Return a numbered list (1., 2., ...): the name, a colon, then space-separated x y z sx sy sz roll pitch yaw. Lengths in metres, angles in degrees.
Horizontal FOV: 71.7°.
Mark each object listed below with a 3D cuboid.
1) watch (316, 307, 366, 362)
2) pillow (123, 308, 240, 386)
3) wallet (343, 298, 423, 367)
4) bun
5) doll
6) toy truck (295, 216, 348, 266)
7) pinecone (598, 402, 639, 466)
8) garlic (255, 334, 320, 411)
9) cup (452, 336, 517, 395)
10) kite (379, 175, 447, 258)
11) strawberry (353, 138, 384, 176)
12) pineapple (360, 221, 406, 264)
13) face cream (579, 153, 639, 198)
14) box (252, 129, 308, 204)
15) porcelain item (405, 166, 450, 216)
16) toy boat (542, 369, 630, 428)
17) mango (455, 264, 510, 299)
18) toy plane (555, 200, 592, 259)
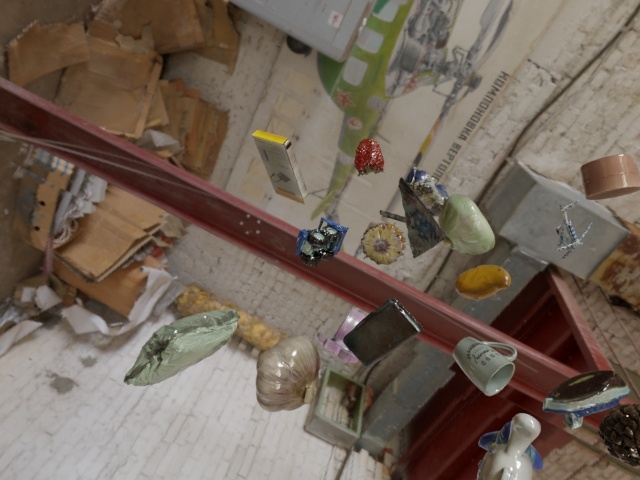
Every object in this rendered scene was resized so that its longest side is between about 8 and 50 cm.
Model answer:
1. watch: 0.117 0.407 1.962 0.217 0.211 0.248 -57 169 -9
2. pillow: -0.430 0.335 1.381 0.283 0.138 0.310 -42 165 26
3. wallet: 0.230 0.361 1.711 0.318 0.172 0.045 -48 173 35
4. bun: 0.569 -0.046 1.801 0.179 0.283 0.283 -32 -174 7
5. doll: 0.569 0.703 1.384 0.376 0.187 0.366 -48 152 7
6. toy truck: 0.000 0.000 1.561 0.208 0.126 0.113 -17 135 -50
7. pinecone: 0.947 0.591 1.340 0.204 0.184 0.179 121 -40 -56
8. garlic: -0.125 0.525 1.754 0.322 0.241 0.321 19 69 -62
9. cup: 0.775 0.550 2.062 0.258 0.234 0.186 -29 130 -14
10. kite: 0.303 -0.066 1.483 0.011 0.335 0.314 -31 -146 -23
11. strawberry: 0.237 -0.426 2.189 0.087 0.167 0.208 129 -50 -68
12. pineapple: 0.251 -0.001 1.702 0.176 0.161 0.137 -15 -170 30
13. face cream: 0.896 -0.194 1.372 0.149 0.149 0.104 127 -42 -78
14. box: -0.116 -0.219 1.344 0.033 0.129 0.247 -52 147 -26
15. porcelain item: 0.528 -0.242 2.138 0.138 0.288 0.186 -30 -149 45
16. toy boat: 0.760 0.457 1.263 0.262 0.115 0.114 -22 -166 -3
17. mango: 0.815 0.211 2.216 0.295 0.120 0.177 -15 -133 43
18. toy plane: 0.988 -0.048 1.798 0.182 0.273 0.107 -49 -146 11
